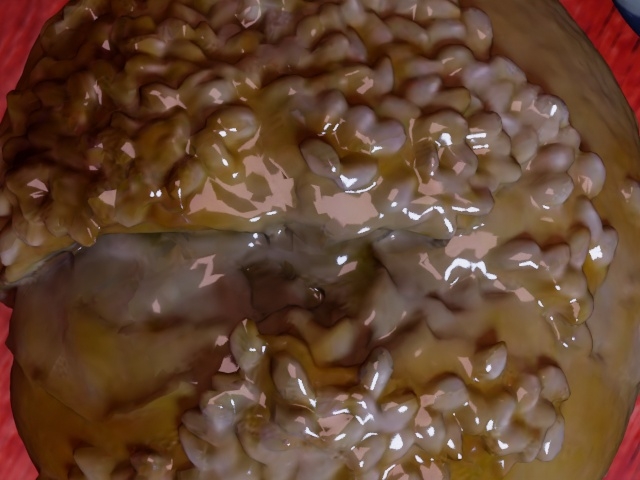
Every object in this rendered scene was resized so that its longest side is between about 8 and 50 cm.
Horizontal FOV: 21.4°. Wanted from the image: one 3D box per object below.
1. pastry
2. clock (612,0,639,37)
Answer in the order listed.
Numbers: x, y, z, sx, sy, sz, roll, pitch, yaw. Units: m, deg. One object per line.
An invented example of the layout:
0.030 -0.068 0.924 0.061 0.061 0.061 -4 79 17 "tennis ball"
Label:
0.000 0.000 0.680 0.284 0.184 0.316 0 79 0 "pastry"
0.179 -0.190 0.729 0.146 0.199 0.243 -4 72 -38 "clock"
